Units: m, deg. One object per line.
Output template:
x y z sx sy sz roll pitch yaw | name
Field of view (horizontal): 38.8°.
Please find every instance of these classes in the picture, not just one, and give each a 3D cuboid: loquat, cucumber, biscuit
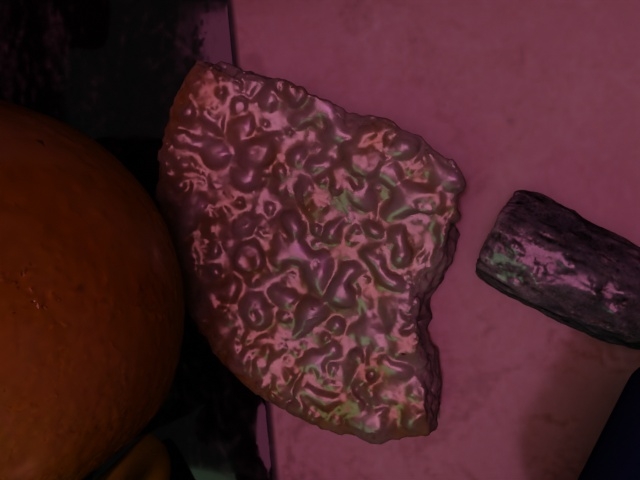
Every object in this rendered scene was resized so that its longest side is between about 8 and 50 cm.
-0.203 0.047 0.482 0.263 0.263 0.263 0 91 11 | loquat
0.147 0.018 0.514 0.112 0.064 0.064 26 96 9 | cucumber
0.000 0.000 0.552 0.188 0.040 0.265 -27 87 10 | biscuit

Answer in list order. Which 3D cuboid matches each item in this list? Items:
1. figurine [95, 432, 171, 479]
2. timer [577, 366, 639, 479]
-0.053 0.314 0.498 0.338 0.204 0.283 36 71 -4 | figurine
0.283 0.039 0.418 0.270 0.270 0.383 19 81 10 | timer
